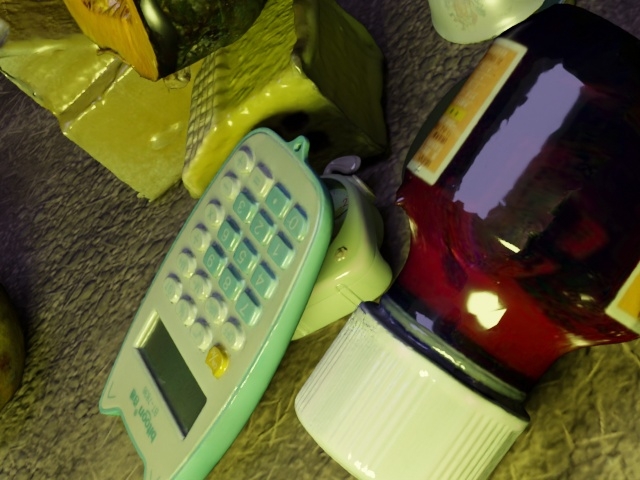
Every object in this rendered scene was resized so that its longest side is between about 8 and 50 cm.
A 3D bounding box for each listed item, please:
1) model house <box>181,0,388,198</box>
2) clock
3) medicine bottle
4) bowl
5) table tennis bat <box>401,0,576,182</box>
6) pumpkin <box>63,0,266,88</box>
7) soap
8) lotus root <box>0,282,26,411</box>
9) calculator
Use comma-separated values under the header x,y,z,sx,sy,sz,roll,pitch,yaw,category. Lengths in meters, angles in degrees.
x,y,z,sx,sy,sz,roll,pitch,yaw,category
-0.062,-0.155,1.602,0.234,0.175,0.193,-25,41,23,model house
0.000,0.000,1.486,0.151,0.062,0.191,-29,39,27,clock
0.144,0.024,1.165,0.395,0.242,0.242,-50,35,3,medicine bottle
0.179,-0.317,1.586,0.189,0.086,0.189,-27,40,25,bowl
0.180,-0.144,1.477,0.154,0.021,0.274,21,75,52,table tennis bat
-0.150,-0.295,1.564,0.232,0.242,0.325,-25,30,-17,pumpkin
-0.190,-0.262,1.727,0.338,0.304,0.169,-40,40,10,soap
-0.496,0.113,1.758,0.250,0.250,0.346,-47,40,1,lotus root
-0.101,0.065,1.450,0.386,0.054,0.256,-63,32,15,calculator
